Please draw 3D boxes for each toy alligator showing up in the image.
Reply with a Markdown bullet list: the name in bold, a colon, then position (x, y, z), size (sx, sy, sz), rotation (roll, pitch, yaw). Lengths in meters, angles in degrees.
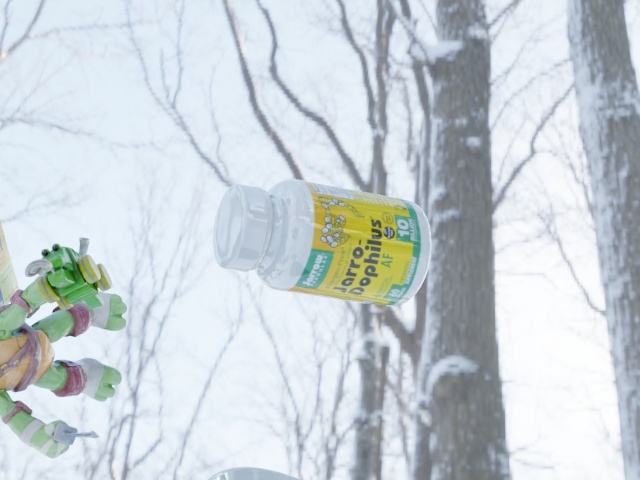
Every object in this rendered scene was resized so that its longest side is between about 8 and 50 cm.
- **toy alligator**: position (-0.252, 0.026, 1.151), size (0.056, 0.051, 0.190), rotation (-26, -17, 1)

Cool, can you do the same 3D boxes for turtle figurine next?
- **turtle figurine**: position (-0.284, 0.135, 1.346), size (0.274, 0.266, 0.198), rotation (-27, -96, 16)

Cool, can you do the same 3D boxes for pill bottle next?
- **pill bottle**: position (0.000, 0.000, 1.223), size (0.208, 0.118, 0.117), rotation (10, -41, -26)

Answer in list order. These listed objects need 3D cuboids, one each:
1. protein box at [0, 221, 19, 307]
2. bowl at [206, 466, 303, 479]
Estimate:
- **protein box**: position (-0.506, 0.011, 1.430), size (0.201, 0.136, 0.200), rotation (1, -60, 14)
- **bowl**: position (-0.019, 0.349, 1.048), size (0.298, 0.298, 0.134), rotation (30, -75, -22)
